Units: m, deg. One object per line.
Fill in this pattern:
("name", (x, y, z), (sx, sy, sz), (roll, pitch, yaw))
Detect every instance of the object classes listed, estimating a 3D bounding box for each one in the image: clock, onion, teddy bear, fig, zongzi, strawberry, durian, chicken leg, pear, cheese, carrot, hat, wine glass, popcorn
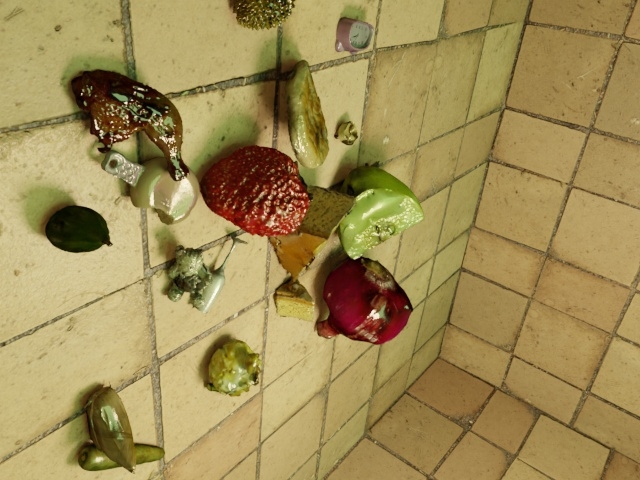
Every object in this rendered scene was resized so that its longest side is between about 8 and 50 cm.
("clock", (0.112, -0.660, 1.836), (0.152, 0.050, 0.110), (-16, 125, -53))
("onion", (0.145, 0.296, 2.345), (0.420, 0.398, 0.398), (-47, 155, 18))
("teddy bear", (-0.358, 0.082, 1.581), (0.111, 0.133, 0.213), (-69, 174, -53))
("fig", (-0.505, -0.021, 1.223), (0.117, 0.177, 0.117), (-10, 102, -56))
("zongzi", (-0.553, 0.512, 1.523), (0.099, 0.197, 0.195), (-23, 128, -38))
("strawberry", (-0.173, -0.136, 1.582), (0.261, 0.261, 0.257), (-67, 159, 4))
("durian", (-0.122, -0.640, 1.397), (0.193, 0.137, 0.238), (-33, 137, -42))
("chicken leg", (-0.401, -0.256, 1.253), (0.322, 0.083, 0.178), (21, 96, -44))
("pear", (0.183, -0.145, 2.164), (0.342, 0.239, 0.318), (-29, 131, 6))
("cheese", (-0.415, -0.140, 1.373), (0.286, 0.082, 0.163), (26, 87, -57))
("carrot", (-0.582, 0.651, 1.709), (0.074, 0.074, 0.358), (-62, 151, -5))
("hat", (0.091, -0.381, 2.009), (0.077, 0.059, 0.076), (-52, 132, -30))
("wine glass", (-0.312, 0.108, 1.731), (0.262, 0.074, 0.074), (-62, 150, -4))
("popcorn", (-0.278, 0.432, 1.908), (0.198, 0.212, 0.198), (30, 54, -52))

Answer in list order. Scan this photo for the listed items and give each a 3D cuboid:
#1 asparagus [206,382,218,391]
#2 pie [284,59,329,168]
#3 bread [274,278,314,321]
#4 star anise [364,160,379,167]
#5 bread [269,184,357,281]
("asparagus", (-0.351, 0.534, 2.021), (0.027, 0.034, 0.236), (-67, 153, -12))
("pie", (-0.037, -0.360, 1.680), (0.337, 0.075, 0.338), (-6, 90, -78))
("bread", (-0.087, 0.236, 2.109), (0.127, 0.152, 0.147), (-35, 142, -29))
("star anise", (0.185, -0.251, 2.256), (0.129, 0.056, 0.124), (-20, 120, -31))
("bread", (0.000, 0.000, 1.955), (0.248, 0.278, 0.315), (-55, 138, -30))
